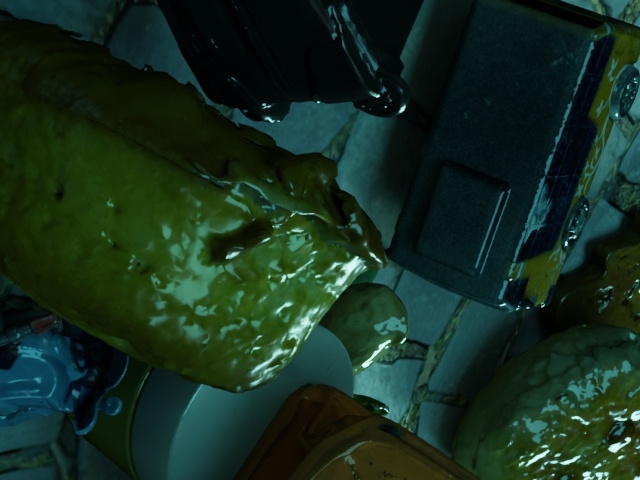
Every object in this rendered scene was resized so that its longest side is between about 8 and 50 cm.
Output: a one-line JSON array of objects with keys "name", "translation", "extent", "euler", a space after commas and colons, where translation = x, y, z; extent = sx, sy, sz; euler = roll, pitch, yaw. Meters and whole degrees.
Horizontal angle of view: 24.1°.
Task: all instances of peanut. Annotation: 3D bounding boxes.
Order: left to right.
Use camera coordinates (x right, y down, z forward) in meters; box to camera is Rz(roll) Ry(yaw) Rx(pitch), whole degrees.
[{"name": "peanut", "translation": [0.002, 0.117, 1.534], "extent": [0.214, 0.099, 0.099], "euler": [-33, 149, 31]}]

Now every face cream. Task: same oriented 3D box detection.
[{"name": "face cream", "translation": [-0.108, 0.139, 1.406], "extent": [0.218, 0.179, 0.218], "euler": [-23, 126, -35]}]

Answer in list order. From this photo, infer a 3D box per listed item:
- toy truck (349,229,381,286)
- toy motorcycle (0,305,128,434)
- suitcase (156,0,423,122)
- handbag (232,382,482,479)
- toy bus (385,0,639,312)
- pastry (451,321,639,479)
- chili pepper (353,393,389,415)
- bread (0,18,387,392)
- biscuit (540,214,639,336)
[{"name": "toy truck", "translation": [0.000, 0.000, 1.524], "extent": [0.147, 0.065, 0.079], "euler": [28, 95, -50]}, {"name": "toy motorcycle", "translation": [-0.263, 0.091, 1.236], "extent": [0.182, 0.123, 0.272], "euler": [-19, 153, 9]}, {"name": "suitcase", "translation": [-0.019, -0.307, 1.177], "extent": [0.339, 0.188, 0.345], "euler": [62, 41, -40]}, {"name": "handbag", "translation": [0.053, 0.342, 1.400], "extent": [0.410, 0.116, 0.303], "euler": [39, 81, -36]}, {"name": "toy bus", "translation": [0.205, -0.095, 1.573], "extent": [0.194, 0.162, 0.323], "euler": [-5, 117, -63]}, {"name": "pastry", "translation": [0.312, 0.236, 1.874], "extent": [0.330, 0.136, 0.329], "euler": [-15, 128, -21]}, {"name": "chili pepper", "translation": [-0.085, 0.248, 1.567], "extent": [0.359, 0.076, 0.085], "euler": [-33, 175, -24]}, {"name": "bread", "translation": [-0.132, -0.023, 1.156], "extent": [0.337, 0.358, 0.204], "euler": [22, 94, -50]}, {"name": "biscuit", "translation": [0.406, 0.072, 1.978], "extent": [0.301, 0.043, 0.278], "euler": [-50, 135, -9]}]
